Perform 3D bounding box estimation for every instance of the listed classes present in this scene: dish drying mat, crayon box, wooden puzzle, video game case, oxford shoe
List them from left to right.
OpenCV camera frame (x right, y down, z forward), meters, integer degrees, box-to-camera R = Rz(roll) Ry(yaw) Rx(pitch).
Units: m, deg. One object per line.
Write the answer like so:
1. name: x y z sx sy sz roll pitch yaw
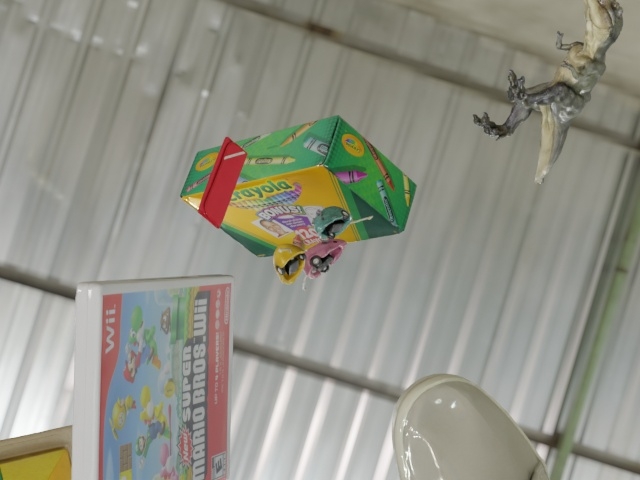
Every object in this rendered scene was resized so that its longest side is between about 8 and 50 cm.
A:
1. wooden puzzle: -0.429 0.395 2.086 0.238 0.221 0.044 -8 168 -32
2. video game case: -0.142 0.135 1.270 0.025 0.204 0.285 2 -179 19
3. dish drying mat: -0.091 -0.054 1.334 0.008 0.083 0.032 -5 146 39
4. crayon box: -0.032 -0.066 1.902 0.278 0.081 0.165 -10 142 44
5. oxford shoe: 0.226 0.349 1.615 0.169 0.449 0.130 -29 -171 -16

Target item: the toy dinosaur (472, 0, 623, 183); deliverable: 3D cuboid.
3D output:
1. toy dinosaur: 0.231 -0.143 1.478 0.118 0.268 0.064 -9 -131 -25

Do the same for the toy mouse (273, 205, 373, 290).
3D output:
1. toy mouse: 0.000 0.000 1.720 0.031 0.143 0.161 46 161 22
